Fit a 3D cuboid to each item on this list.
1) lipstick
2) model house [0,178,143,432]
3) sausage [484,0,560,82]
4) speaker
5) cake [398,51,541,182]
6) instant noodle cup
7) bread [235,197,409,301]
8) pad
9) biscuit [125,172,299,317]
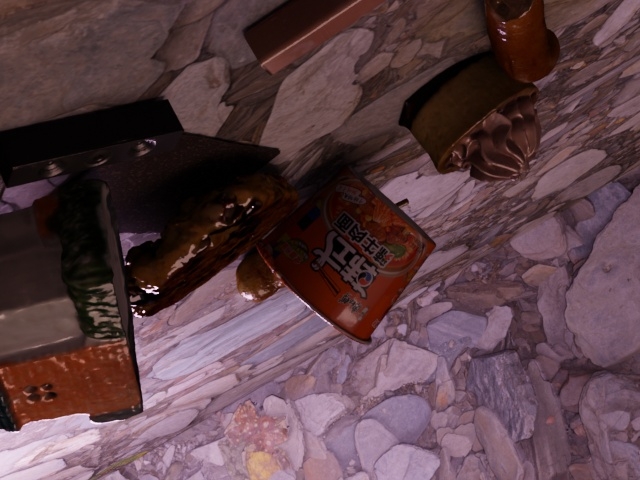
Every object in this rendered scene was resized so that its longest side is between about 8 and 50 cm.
[{"bbox_3d":[-0.006,-0.231,1.031,0.145,0.045,0.045,-32,167,9],"label":"lipstick"},{"bbox_3d":[-0.360,0.089,1.131,0.300,0.190,0.271,-13,139,-13],"label":"model house"},{"bbox_3d":[0.270,-0.271,1.322,0.302,0.076,0.103,24,83,-71],"label":"sausage"},{"bbox_3d":[-0.238,-0.103,1.028,0.191,0.046,0.040,-18,160,-33],"label":"speaker"},{"bbox_3d":[0.242,-0.160,1.494,0.207,0.178,0.185,-31,167,19],"label":"cake"},{"bbox_3d":[0.048,0.012,1.586,0.192,0.250,0.250,-49,163,7],"label":"instant noodle cup"},{"bbox_3d":[0.002,0.002,1.776,0.344,0.084,0.124,-29,-172,-3],"label":"bread"},{"bbox_3d":[-0.208,-0.069,1.284,0.220,0.004,0.330,-35,165,22],"label":"pad"},{"bbox_3d":[-0.164,-0.001,1.401,0.289,0.081,0.334,-37,174,3],"label":"biscuit"}]
